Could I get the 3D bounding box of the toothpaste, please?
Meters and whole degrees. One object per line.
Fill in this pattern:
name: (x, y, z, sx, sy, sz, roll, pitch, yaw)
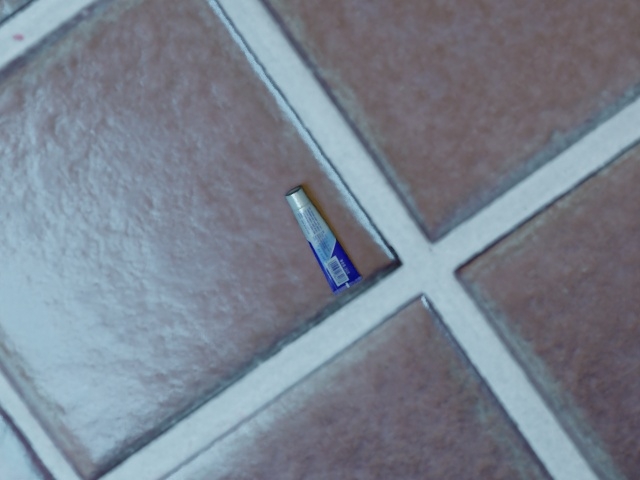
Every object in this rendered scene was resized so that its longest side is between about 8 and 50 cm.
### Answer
toothpaste: (0.000, 0.000, 1.412, 0.024, 0.015, 0.083, -31, 103, -1)
